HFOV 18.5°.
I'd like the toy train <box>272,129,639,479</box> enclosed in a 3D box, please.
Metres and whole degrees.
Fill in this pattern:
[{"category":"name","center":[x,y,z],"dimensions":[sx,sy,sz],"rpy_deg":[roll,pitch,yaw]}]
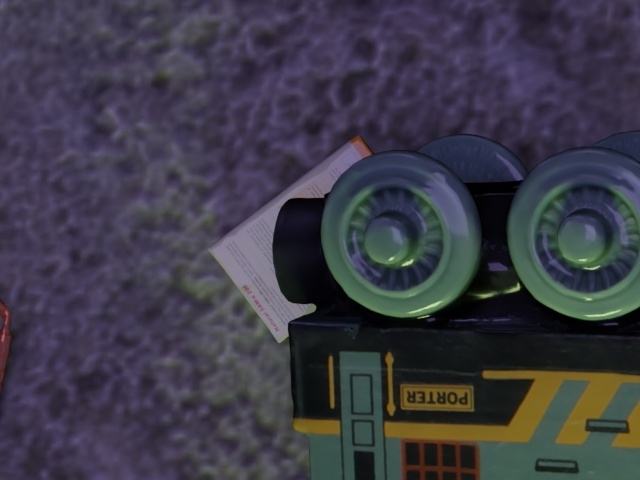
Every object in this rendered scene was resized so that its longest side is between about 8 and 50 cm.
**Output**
[{"category":"toy train","center":[0.136,0.047,0.905],"dimensions":[0.334,0.142,0.190],"rpy_deg":[0,98,21]}]

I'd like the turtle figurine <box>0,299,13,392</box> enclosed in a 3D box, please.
[{"category":"turtle figurine","center":[-0.308,0.090,1.013],"dimensions":[0.217,0.087,0.269],"rpy_deg":[39,91,5]}]

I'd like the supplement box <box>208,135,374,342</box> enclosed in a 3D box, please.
[{"category":"supplement box","center":[0.000,0.000,1.017],"dimensions":[0.098,0.036,0.062],"rpy_deg":[-36,86,2]}]
